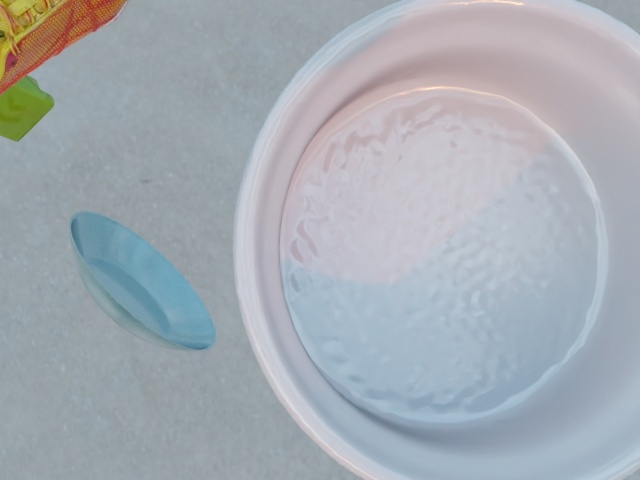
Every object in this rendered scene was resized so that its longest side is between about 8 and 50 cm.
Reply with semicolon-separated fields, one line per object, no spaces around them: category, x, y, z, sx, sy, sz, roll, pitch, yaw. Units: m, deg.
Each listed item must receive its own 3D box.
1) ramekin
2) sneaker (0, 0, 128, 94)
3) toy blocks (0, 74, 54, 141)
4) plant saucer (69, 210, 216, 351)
ramekin;0.084;0.006;0.592;0.277;0.135;0.277;0;87;-8
sneaker;-0.154;-0.122;0.547;0.175;0.064;0.067;-43;14;7
toy blocks;-0.367;-0.251;0.717;0.191;0.381;0.261;-40;55;21
plant saucer;-0.189;0.051;1.040;0.037;0.195;0.195;-45;55;10
